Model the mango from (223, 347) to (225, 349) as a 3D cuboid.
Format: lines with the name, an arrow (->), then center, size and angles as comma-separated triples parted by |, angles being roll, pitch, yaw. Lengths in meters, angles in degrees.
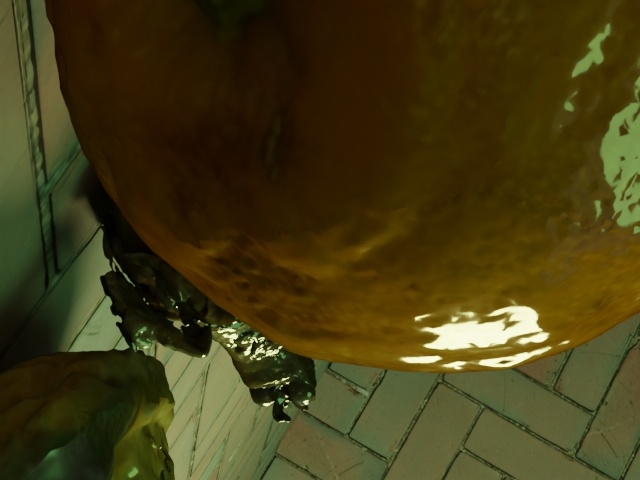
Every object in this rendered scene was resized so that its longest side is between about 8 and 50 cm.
mango -> 0.000, 0.000, 1.252 | 0.251, 0.114, 0.156 | -59, -179, -17

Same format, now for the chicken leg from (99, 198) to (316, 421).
chicken leg -> -0.061, 0.021, 0.790 | 0.080, 0.125, 0.196 | -24, 156, 6

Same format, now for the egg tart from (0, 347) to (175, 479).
egg tart -> -0.176, 0.262, 0.742 | 0.443, 0.178, 0.443 | -57, 174, -9

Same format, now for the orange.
orange -> 0.039, -0.085, 0.503 | 0.261, 0.261, 0.261 | -59, 174, -10
